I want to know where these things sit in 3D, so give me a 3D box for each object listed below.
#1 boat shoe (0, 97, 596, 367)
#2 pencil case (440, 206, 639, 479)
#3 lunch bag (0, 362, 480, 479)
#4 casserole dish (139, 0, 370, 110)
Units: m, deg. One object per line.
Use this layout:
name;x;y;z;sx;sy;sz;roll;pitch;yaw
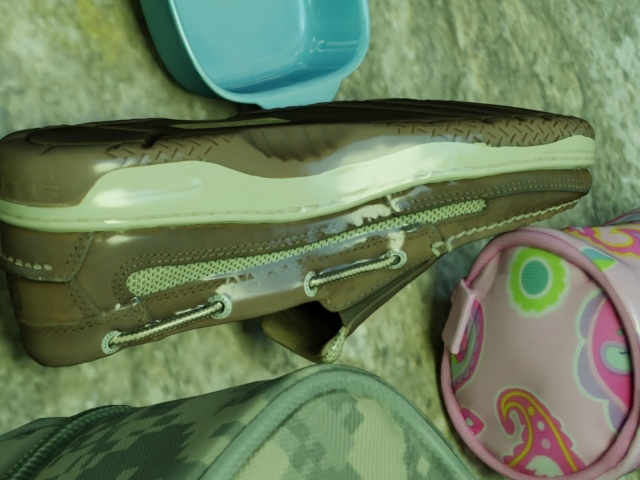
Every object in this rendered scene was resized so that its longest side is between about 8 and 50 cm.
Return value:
boat shoe;-0.004;-0.001;0.649;0.257;0.095;0.095;-6;103;-29
pencil case;0.180;0.035;0.799;0.284;0.124;0.124;-12;83;-45
lunch bag;-0.042;0.195;0.432;0.305;0.256;0.212;51;49;-18
casserole dish;-0.041;-0.140;0.697;0.114;0.037;0.188;-20;98;-45
